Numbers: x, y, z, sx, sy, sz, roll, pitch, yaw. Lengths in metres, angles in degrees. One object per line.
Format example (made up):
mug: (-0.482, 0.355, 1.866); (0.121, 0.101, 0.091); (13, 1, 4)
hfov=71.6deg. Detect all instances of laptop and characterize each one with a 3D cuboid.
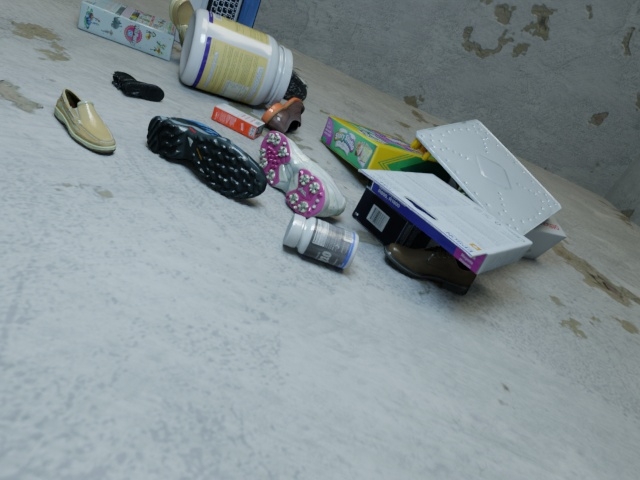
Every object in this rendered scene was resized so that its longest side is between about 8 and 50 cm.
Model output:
laptop: (-0.410, -0.886, 1.728); (0.407, 0.382, 0.236); (27, 27, 2)

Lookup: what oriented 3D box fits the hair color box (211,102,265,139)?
hair color box: (-0.245, -0.357, 1.326); (0.141, 0.043, 0.072); (26, 27, 2)

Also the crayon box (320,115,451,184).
crayon box: (0.212, -0.291, 1.494); (0.312, 0.106, 0.363); (9, 23, -28)

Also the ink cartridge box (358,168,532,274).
ink cartridge box: (0.279, -0.053, 1.023); (0.330, 0.072, 0.324); (-7, 42, -45)

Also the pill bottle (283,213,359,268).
pill bottle: (0.000, 0.000, 0.884); (0.137, 0.078, 0.078); (20, 28, -11)

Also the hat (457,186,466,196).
hat: (0.547, -0.219, 1.787); (0.172, 0.184, 0.209); (26, 68, 13)

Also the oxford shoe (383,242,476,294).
oxford shoe: (0.255, 0.041, 1.013); (0.227, 0.096, 0.083); (18, 32, -11)

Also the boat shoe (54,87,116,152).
boat shoe: (-0.483, -0.251, 0.908); (0.190, 0.072, 0.068); (37, 29, 19)

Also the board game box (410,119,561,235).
board game box: (0.489, -0.186, 1.297); (0.389, 0.050, 0.390); (-21, 68, -43)

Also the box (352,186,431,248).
box: (0.195, -0.058, 1.135); (0.158, 0.093, 0.156); (-3, 39, -45)

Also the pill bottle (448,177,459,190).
pill bottle: (0.443, -0.204, 1.584); (0.103, 0.103, 0.184); (32, 28, 11)

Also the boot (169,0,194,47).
boot: (-0.433, -0.722, 1.594); (0.095, 0.262, 0.203); (-40, 79, -18)

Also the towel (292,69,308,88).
towel: (-0.244, -0.848, 2.158); (0.324, 0.056, 0.312); (8, 33, -30)

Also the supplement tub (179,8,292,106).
supplement tub: (-0.285, -0.601, 1.499); (0.331, 0.241, 0.241); (10, 32, -29)

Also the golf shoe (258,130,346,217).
golf shoe: (-0.049, -0.158, 1.103); (0.140, 0.115, 0.306); (11, 36, -48)

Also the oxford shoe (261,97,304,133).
oxford shoe: (-0.107, -0.416, 1.519); (0.098, 0.097, 0.271); (46, 32, -4)

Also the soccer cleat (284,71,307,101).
soccer cleat: (-0.204, -0.676, 1.858); (0.318, 0.109, 0.116); (21, 4, -20)

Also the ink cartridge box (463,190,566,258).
ink cartridge box: (0.620, -0.110, 1.452); (0.223, 0.129, 0.308); (8, 51, -30)

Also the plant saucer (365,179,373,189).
plant saucer: (0.168, -0.149, 1.348); (0.067, 0.018, 0.192); (26, 28, -1)

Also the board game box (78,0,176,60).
board game box: (-0.690, -0.780, 1.620); (0.303, 0.098, 0.224); (12, 31, -22)

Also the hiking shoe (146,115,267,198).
hiking shoe: (-0.233, -0.201, 0.992); (0.304, 0.113, 0.132); (32, 29, 11)

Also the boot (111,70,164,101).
boot: (-0.508, -0.429, 1.231); (0.121, 0.045, 0.099); (-4, 34, -46)
